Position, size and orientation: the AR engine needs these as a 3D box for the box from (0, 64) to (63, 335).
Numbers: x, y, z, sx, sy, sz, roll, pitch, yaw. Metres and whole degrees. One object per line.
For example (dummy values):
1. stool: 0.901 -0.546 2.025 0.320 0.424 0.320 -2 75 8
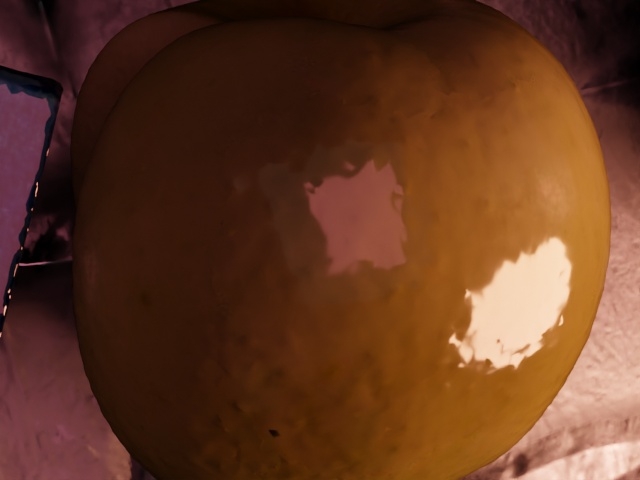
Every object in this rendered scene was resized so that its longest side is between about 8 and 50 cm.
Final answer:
1. box: -0.213 0.062 0.573 0.116 0.261 0.279 16 84 -14

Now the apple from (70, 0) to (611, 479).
1. apple: 0.000 0.000 0.632 0.291 0.292 0.254 -15 112 -18
